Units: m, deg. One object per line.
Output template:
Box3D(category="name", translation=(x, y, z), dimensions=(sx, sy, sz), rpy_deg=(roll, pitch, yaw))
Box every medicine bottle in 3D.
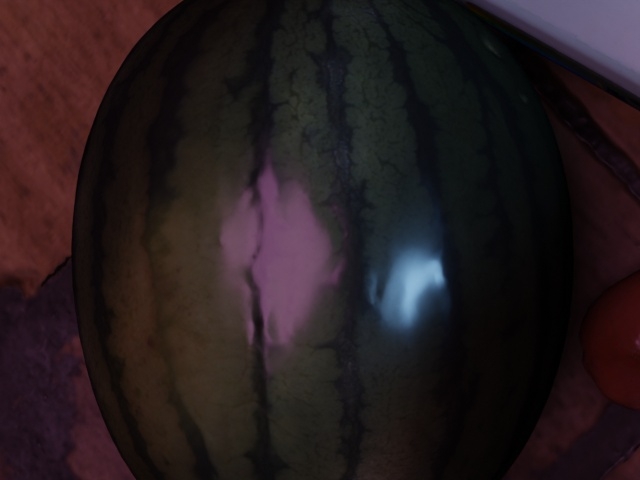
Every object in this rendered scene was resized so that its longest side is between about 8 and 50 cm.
Box3D(category="medicine bottle", translation=(0.189, -0.111, 1.007), dimensions=(0.229, 0.121, 0.083), rpy_deg=(32, 104, 22))

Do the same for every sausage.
Box3D(category="sausage", translation=(0.229, 0.031, 1.019), dimensions=(0.194, 0.077, 0.077), rpy_deg=(-30, 78, 26))

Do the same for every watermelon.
Box3D(category="watermelon", translation=(0.000, 0.000, 1.023), dimensions=(0.278, 0.279, 0.359), rpy_deg=(2, 95, 27))
